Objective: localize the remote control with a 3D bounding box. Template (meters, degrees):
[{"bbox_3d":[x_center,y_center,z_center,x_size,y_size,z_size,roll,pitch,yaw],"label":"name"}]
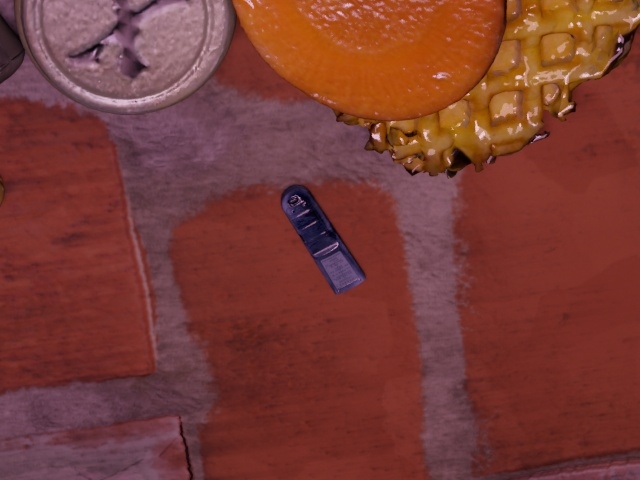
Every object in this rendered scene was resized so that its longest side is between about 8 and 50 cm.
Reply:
[{"bbox_3d":[0.000,-0.001,1.476,0.043,0.027,0.152,-31,119,5],"label":"remote control"}]

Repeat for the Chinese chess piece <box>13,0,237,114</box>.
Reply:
[{"bbox_3d":[-0.200,-0.244,1.283,0.238,0.092,0.237,-3,117,-6],"label":"Chinese chess piece"}]

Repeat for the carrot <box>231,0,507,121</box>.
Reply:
[{"bbox_3d":[0.044,-0.262,1.206,0.307,0.100,0.258,38,112,-20],"label":"carrot"}]

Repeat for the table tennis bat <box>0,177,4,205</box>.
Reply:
[{"bbox_3d":[-0.441,-0.100,1.271,0.321,0.050,0.198,36,77,-54],"label":"table tennis bat"}]

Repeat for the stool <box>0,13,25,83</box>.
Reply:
[{"bbox_3d":[-0.365,-0.208,1.280,0.096,0.096,0.110,-26,113,7],"label":"stool"}]

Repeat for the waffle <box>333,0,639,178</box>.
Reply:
[{"bbox_3d":[0.151,-0.252,1.326,0.382,0.095,0.379,36,109,-26],"label":"waffle"}]
